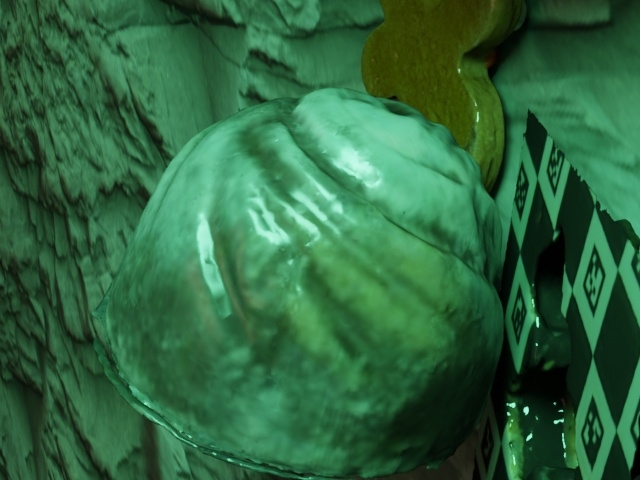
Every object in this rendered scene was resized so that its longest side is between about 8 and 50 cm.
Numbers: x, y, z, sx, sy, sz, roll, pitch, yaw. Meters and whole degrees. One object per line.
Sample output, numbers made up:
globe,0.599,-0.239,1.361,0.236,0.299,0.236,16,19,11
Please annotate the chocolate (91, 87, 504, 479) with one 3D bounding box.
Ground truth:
chocolate,0.000,0.000,1.028,0.303,0.303,0.213,53,134,49

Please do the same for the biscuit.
biscuit,0.093,-0.180,1.157,0.205,0.049,0.324,-32,63,58

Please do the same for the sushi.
sushi,0.177,0.110,0.939,0.339,0.069,0.320,-103,17,-70
